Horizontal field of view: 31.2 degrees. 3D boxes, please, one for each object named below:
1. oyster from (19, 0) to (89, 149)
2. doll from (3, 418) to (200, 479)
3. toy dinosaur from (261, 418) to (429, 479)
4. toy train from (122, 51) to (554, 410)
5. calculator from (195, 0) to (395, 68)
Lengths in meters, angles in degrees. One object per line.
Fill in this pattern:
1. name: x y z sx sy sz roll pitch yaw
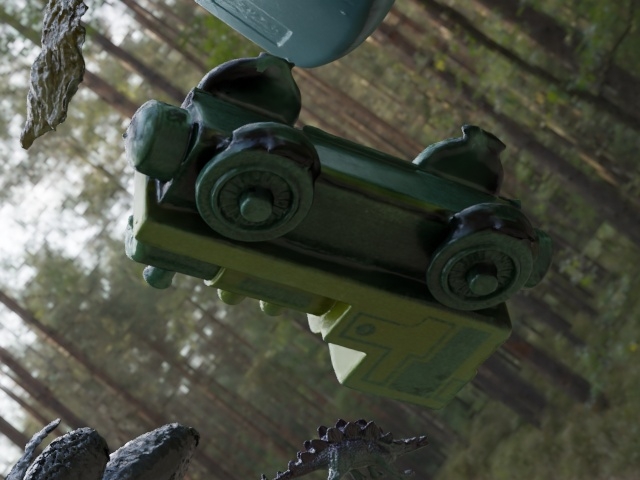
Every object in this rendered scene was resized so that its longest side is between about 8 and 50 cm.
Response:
1. oyster: -0.216 -0.158 0.961 0.146 0.045 0.122 120 160 -55
2. doll: -0.234 0.240 0.848 0.340 0.158 0.246 -45 -17 -49
3. toy dinosaur: 0.018 0.244 1.273 0.209 0.082 0.039 -18 5 -3
4. toy train: 0.000 0.000 0.917 0.237 0.369 0.150 -53 30 36
5. calculator: -0.052 -0.309 1.359 0.054 0.256 0.386 -60 11 -14
